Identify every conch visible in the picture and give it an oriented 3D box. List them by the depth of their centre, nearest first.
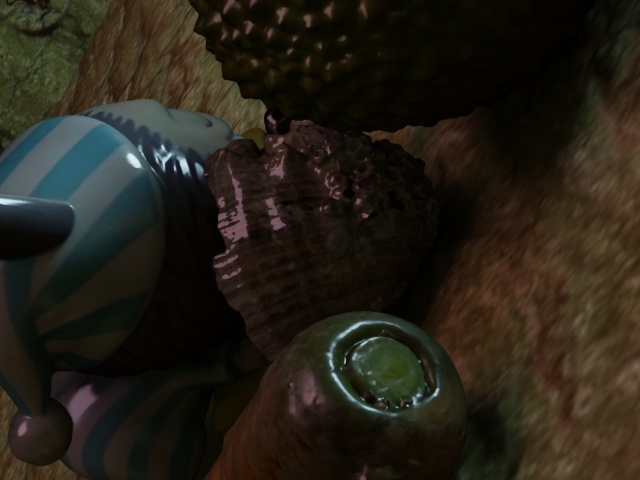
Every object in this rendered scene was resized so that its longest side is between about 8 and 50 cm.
[{"bbox_3d":[0.000,0.000,0.934,0.163,0.178,0.245,133,136,-59],"label":"conch"}]

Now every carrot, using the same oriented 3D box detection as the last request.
[{"bbox_3d":[-0.012,0.160,0.823,0.302,0.139,0.138,-50,24,47],"label":"carrot"}]

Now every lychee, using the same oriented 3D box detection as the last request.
[{"bbox_3d":[0.058,-0.202,0.869,0.320,0.270,0.270,-50,19,-9],"label":"lychee"}]

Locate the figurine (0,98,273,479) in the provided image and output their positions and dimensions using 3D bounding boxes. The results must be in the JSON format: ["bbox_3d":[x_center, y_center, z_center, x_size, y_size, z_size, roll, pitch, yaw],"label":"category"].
[{"bbox_3d":[-0.226,0.042,1.065,0.266,0.378,0.361,44,113,53],"label":"figurine"}]

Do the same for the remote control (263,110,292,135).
[{"bbox_3d":[0.039,-0.144,1.041,0.212,0.059,0.028,-42,55,-15],"label":"remote control"}]
